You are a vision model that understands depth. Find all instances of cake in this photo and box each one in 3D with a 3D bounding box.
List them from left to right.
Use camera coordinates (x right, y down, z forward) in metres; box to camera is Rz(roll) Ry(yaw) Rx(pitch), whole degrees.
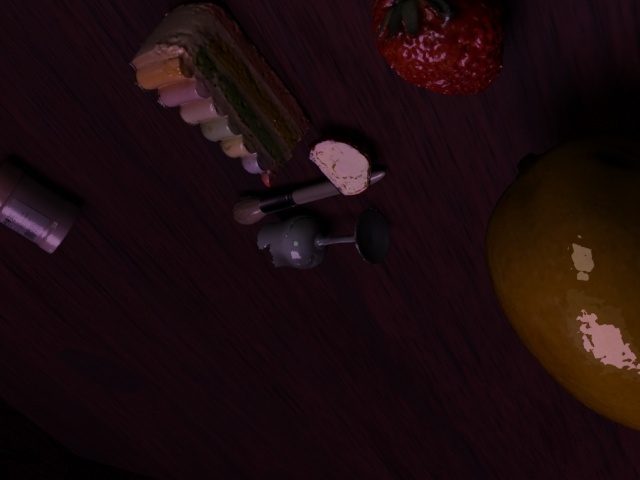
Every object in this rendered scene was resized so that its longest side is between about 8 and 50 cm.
[{"bbox_3d":[-0.098,-0.171,1.082,0.225,0.109,0.090,39,149,-23],"label":"cake"}]

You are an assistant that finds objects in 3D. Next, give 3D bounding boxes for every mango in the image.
[{"bbox_3d":[0.347,0.073,0.955,0.220,0.301,0.445,-37,119,27],"label":"mango"}]

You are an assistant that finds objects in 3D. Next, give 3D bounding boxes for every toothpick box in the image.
[{"bbox_3d":[-0.496,-0.057,1.602,0.149,0.098,0.098,34,151,-18],"label":"toothpick box"}]

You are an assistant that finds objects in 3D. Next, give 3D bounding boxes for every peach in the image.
[{"bbox_3d":[0.025,-0.098,1.167,0.083,0.050,0.077,11,127,7],"label":"peach"}]

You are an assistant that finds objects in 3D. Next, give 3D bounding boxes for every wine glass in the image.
[{"bbox_3d":[0.000,0.000,1.326,0.195,0.079,0.079,-6,139,42],"label":"wine glass"}]

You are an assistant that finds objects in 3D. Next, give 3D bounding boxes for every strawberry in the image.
[{"bbox_3d":[0.109,-0.191,0.874,0.131,0.131,0.148,15,151,18],"label":"strawberry"}]

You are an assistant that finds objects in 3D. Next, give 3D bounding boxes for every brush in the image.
[{"bbox_3d":[-0.023,-0.065,1.286,0.039,0.042,0.299,28,152,-36],"label":"brush"}]
